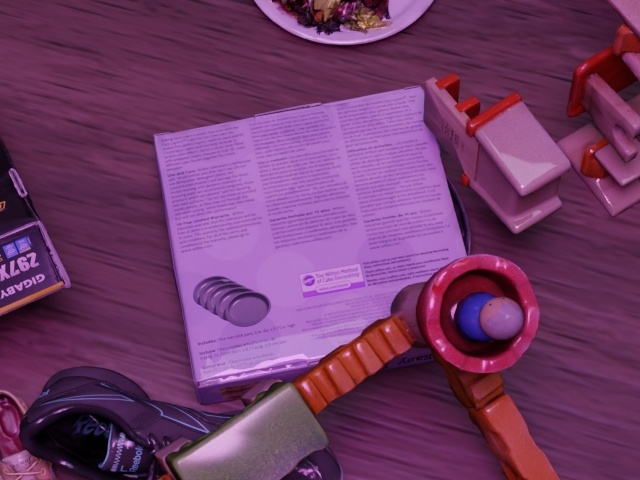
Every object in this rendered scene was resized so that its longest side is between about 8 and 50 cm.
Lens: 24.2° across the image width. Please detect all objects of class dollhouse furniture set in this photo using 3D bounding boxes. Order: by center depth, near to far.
[{"bbox_3d":[0.232,-0.133,1.268,0.259,0.262,0.135,-30,66,-13],"label":"dollhouse furniture set"}]

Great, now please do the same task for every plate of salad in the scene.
[{"bbox_3d":[0.023,-0.280,1.452,0.199,0.048,0.200,0,65,-1],"label":"plate of salad"}]

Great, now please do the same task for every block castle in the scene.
[{"bbox_3d":[0.009,0.244,1.057,0.453,0.213,0.303,-32,94,-14],"label":"block castle"}]

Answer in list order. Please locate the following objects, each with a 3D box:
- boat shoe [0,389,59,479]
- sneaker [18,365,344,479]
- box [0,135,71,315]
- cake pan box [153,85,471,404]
[{"bbox_3d":[-0.248,0.185,1.233,0.050,0.045,0.135,-24,67,-11],"label":"boat shoe"},{"bbox_3d":[-0.115,0.178,1.193,0.267,0.106,0.101,13,100,10],"label":"sneaker"},{"bbox_3d":[-0.396,0.012,1.236,0.322,0.079,0.257,-24,38,-11],"label":"box"},{"bbox_3d":[0.000,0.000,1.310,0.266,0.070,0.246,-12,68,-5],"label":"cake pan box"}]
